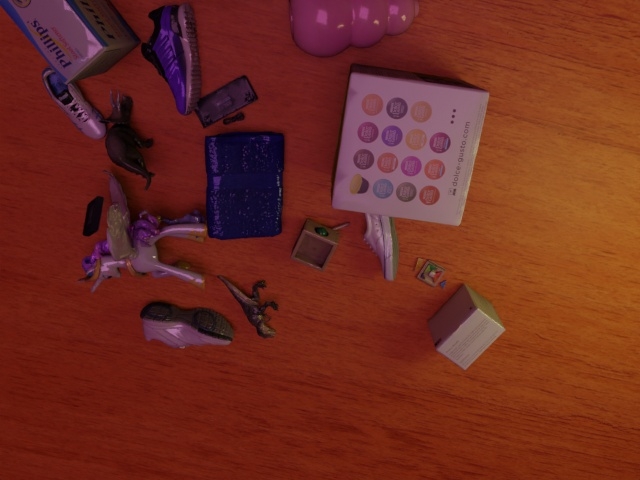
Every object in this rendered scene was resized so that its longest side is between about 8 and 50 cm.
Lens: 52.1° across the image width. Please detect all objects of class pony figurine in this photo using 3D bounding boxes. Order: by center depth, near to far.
[{"bbox_3d":[-0.518,-0.001,1.892,0.363,0.303,0.351,0,119,-14],"label":"pony figurine"}]

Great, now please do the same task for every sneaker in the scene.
[{"bbox_3d":[-0.411,-0.490,1.787,0.146,0.102,0.294,0,104,5],"label":"sneaker"},{"bbox_3d":[-0.694,-0.380,1.835,0.085,0.086,0.237,-33,107,10],"label":"sneaker"},{"bbox_3d":[0.177,-0.004,1.952,0.091,0.094,0.258,-2,106,22],"label":"sneaker"},{"bbox_3d":[-0.420,0.282,2.067,0.297,0.111,0.129,13,125,1],"label":"sneaker"}]

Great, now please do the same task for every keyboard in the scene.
[{"bbox_3d":[-0.265,-0.380,1.857,0.180,0.023,0.108,-26,100,11],"label":"keyboard"}]

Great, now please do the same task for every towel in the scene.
[{"bbox_3d":[-0.219,-0.159,1.886,0.227,0.076,0.308,-3,108,-15],"label":"towel"}]

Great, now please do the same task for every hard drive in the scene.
[{"bbox_3d":[-0.622,-0.065,1.787,0.022,0.135,0.094,11,79,-28],"label":"hard drive"}]

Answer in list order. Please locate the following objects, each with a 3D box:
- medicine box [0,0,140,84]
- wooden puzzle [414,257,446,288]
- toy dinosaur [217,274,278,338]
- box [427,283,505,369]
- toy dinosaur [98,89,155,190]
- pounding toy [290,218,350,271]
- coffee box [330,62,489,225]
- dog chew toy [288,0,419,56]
[{"bbox_3d":[-0.631,-0.560,1.660,0.149,0.289,0.263,-34,105,13],"label":"medicine box"},{"bbox_3d":[0.340,0.103,2.014,0.116,0.014,0.079,22,109,-6],"label":"wooden puzzle"},{"bbox_3d":[-0.203,0.195,2.040,0.118,0.064,0.268,-31,103,19],"label":"toy dinosaur"},{"bbox_3d":[0.435,0.258,1.977,0.119,0.182,0.181,37,107,-13],"label":"box"},{"bbox_3d":[-0.543,-0.250,1.813,0.121,0.314,0.160,-27,145,21],"label":"toy dinosaur"},{"bbox_3d":[0.000,0.000,1.955,0.130,0.100,0.141,23,119,-6],"label":"pounding toy"},{"bbox_3d":[0.212,-0.264,1.716,0.334,0.338,0.338,8,109,-1],"label":"coffee box"},{"bbox_3d":[0.088,-0.586,1.686,0.331,0.207,0.207,-7,109,-4],"label":"dog chew toy"}]
